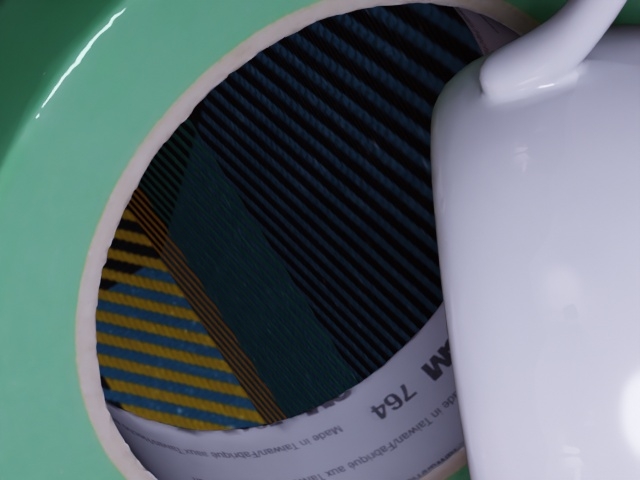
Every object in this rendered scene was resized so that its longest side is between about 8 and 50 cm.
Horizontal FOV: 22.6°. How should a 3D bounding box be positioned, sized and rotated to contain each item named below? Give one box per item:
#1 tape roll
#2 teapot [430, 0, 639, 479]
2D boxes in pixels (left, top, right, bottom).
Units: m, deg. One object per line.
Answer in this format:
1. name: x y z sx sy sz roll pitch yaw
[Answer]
1. tape roll: 0.000 0.000 0.648 0.077 0.321 0.321 40 158 51
2. teapot: 0.145 0.034 0.530 0.256 0.187 0.252 45 -144 -72
